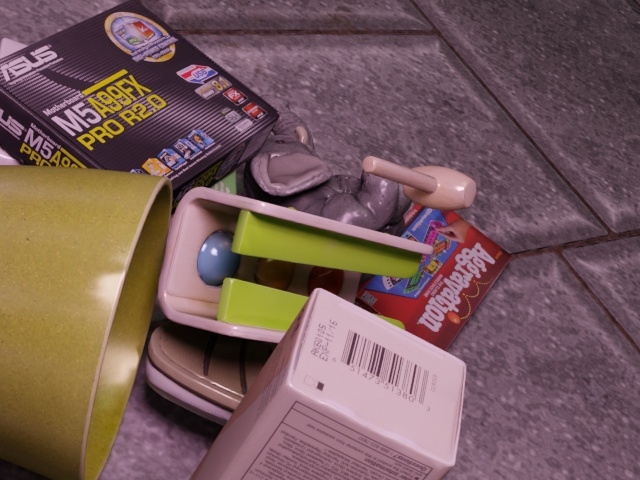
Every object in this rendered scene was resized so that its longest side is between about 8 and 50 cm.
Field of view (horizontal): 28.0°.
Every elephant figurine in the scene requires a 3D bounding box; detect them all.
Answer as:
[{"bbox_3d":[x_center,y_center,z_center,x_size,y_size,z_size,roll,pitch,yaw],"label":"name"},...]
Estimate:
[{"bbox_3d":[-0.030,-0.051,1.477,0.239,0.169,0.186,30,11,14],"label":"elephant figurine"}]

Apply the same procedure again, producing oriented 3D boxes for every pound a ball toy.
[{"bbox_3d":[0.000,0.000,1.273,0.135,0.208,0.319,12,0,41],"label":"pound a ball toy"}]

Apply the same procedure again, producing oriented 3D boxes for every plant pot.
[{"bbox_3d":[-0.303,0.043,1.096,0.293,0.275,0.275,14,37,-1],"label":"plant pot"}]

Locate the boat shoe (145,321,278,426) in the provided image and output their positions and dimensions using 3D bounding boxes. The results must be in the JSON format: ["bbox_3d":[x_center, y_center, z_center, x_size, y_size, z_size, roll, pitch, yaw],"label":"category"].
[{"bbox_3d":[-0.038,0.173,1.252,0.302,0.103,0.113,21,33,-16],"label":"boat shoe"}]

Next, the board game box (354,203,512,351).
[{"bbox_3d":[0.135,0.044,1.603,0.145,0.027,0.281,38,36,5],"label":"board game box"}]

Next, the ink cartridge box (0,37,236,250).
[{"bbox_3d":[-0.238,-0.077,1.376,0.278,0.117,0.201,18,39,-20],"label":"ink cartridge box"}]

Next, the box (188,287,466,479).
[{"bbox_3d":[-0.021,0.204,1.053,0.148,0.311,0.121,28,36,-9],"label":"box"}]

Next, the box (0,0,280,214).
[{"bbox_3d":[-0.195,-0.131,1.318,0.216,0.060,0.270,39,36,7],"label":"box"}]
